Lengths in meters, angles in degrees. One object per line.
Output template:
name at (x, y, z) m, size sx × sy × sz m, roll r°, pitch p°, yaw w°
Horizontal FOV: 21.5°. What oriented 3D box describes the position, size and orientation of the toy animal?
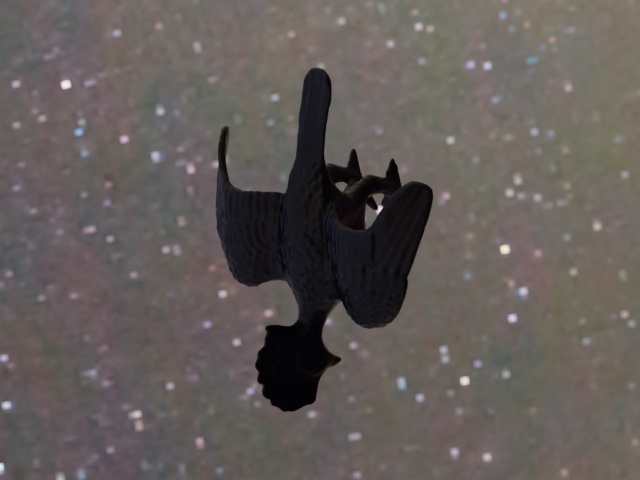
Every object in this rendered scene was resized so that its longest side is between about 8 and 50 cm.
toy animal at (0.000, 0.000, 1.314) m, size 0.176 × 0.239 × 0.255 m, roll -42°, pitch -51°, yaw -35°
